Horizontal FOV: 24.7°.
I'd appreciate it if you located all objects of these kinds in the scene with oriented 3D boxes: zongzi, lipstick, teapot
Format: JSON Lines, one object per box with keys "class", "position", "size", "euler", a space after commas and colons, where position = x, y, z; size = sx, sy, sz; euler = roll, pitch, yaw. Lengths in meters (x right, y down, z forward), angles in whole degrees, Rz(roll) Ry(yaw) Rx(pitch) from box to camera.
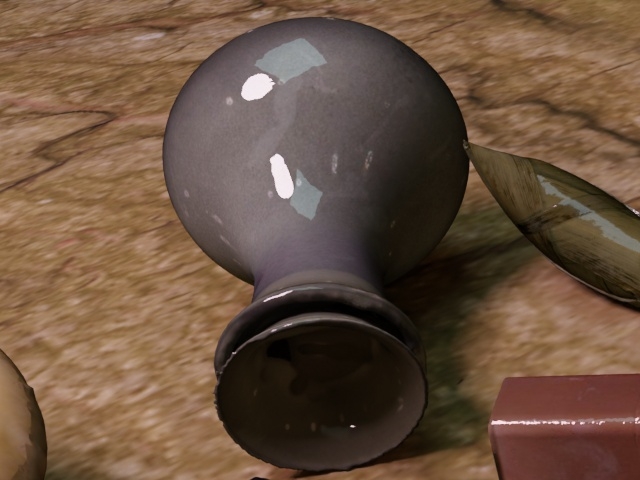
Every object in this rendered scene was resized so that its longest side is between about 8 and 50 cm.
{"class": "zongzi", "position": [0.140, -0.012, 0.810], "size": [0.052, 0.113, 0.104], "euler": [-55, 32, 1]}
{"class": "lipstick", "position": [0.155, 0.089, 0.674], "size": [0.145, 0.045, 0.045], "euler": [-4, 30, 23]}
{"class": "teapot", "position": [0.000, 0.000, 0.804], "size": [0.183, 0.183, 0.251], "euler": [-11, 39, 7]}

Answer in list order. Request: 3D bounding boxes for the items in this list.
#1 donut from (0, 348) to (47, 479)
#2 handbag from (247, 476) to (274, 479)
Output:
{"class": "donut", "position": [-0.336, 0.147, 0.640], "size": [0.448, 0.198, 0.449], "euler": [-11, 28, 6]}
{"class": "handbag", "position": [-0.007, 0.145, 0.638], "size": [0.139, 0.072, 0.115], "euler": [-18, 22, -36]}
